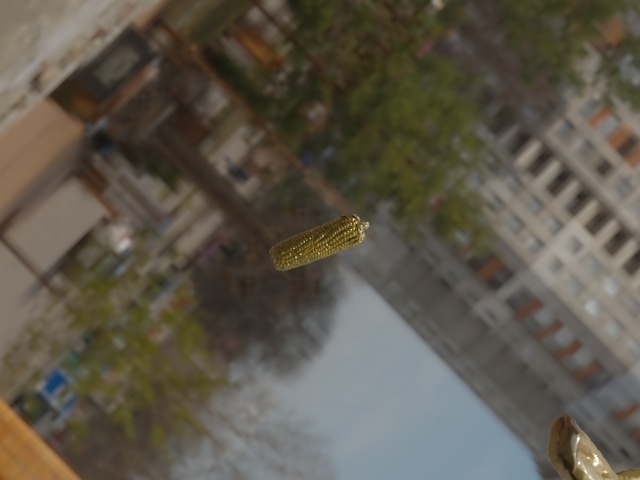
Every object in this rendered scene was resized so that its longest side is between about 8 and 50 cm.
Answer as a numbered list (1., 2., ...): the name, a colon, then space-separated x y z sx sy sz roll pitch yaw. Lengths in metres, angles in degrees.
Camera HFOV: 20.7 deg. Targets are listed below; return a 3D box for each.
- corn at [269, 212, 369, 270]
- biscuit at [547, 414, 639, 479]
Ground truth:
1. corn: 0.000 0.000 1.383 0.083 0.028 0.027 -20 173 -9
2. biscuit: 0.348 0.316 2.121 0.047 0.208 0.164 -23 -132 43
